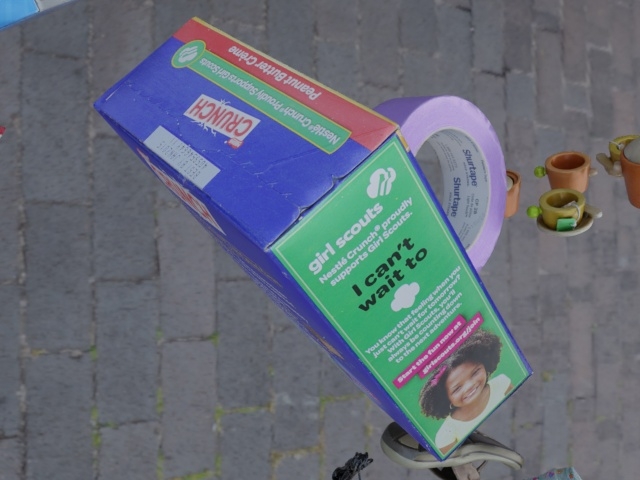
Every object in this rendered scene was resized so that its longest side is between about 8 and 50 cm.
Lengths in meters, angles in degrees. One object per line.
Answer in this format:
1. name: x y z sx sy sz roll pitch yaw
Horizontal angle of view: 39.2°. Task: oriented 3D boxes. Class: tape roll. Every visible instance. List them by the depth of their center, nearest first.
1. tape roll: 0.151 -0.068 1.287 0.274 0.090 0.275 -5 97 -42

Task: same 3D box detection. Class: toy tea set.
1. toy tea set: 0.407 -0.113 1.406 0.335 0.200 0.124 -17 121 -5

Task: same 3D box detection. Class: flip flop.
1. flip flop: 0.180 0.306 1.257 0.277 0.112 0.080 11 98 -47

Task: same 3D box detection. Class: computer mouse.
1. computer mouse: 0.045 0.389 1.213 0.042 0.106 0.193 4 66 -21

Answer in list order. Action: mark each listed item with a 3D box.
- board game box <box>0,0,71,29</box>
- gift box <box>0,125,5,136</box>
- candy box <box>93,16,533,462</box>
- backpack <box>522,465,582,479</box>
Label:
1. board game box: -0.341 -0.369 0.894 0.308 0.086 0.302 -89 157 -70
2. gift box: -0.482 -0.120 0.878 0.276 0.258 0.255 -10 71 -46
3. candy box: 0.000 0.000 0.724 0.122 0.268 0.317 -45 135 -6
4. backpack: 0.399 0.461 1.463 0.182 0.115 0.152 -101 169 -53
